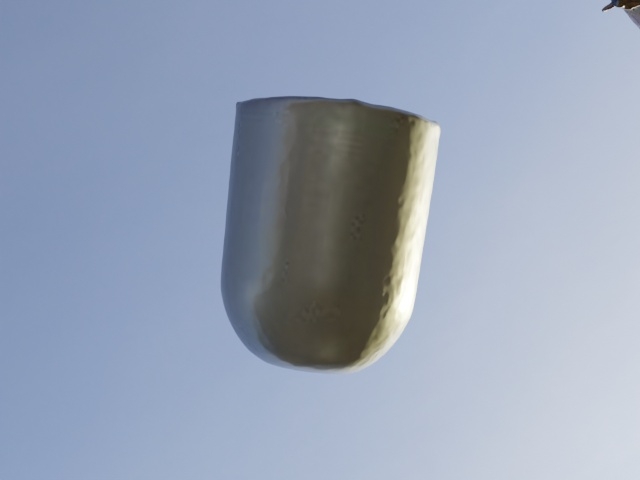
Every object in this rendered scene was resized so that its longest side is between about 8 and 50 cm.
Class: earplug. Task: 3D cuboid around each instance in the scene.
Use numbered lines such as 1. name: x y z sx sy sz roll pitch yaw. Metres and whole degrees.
1. earplug: 0.000 0.000 1.743 0.312 0.312 0.394 10 -94 -35

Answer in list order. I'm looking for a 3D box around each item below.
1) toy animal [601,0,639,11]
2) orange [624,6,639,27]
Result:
1. toy animal: 0.298 -0.285 1.196 0.229 0.224 0.066 -19 -53 -39
2. orange: 0.629 -0.384 1.807 0.334 0.262 0.196 -15 -75 -37
